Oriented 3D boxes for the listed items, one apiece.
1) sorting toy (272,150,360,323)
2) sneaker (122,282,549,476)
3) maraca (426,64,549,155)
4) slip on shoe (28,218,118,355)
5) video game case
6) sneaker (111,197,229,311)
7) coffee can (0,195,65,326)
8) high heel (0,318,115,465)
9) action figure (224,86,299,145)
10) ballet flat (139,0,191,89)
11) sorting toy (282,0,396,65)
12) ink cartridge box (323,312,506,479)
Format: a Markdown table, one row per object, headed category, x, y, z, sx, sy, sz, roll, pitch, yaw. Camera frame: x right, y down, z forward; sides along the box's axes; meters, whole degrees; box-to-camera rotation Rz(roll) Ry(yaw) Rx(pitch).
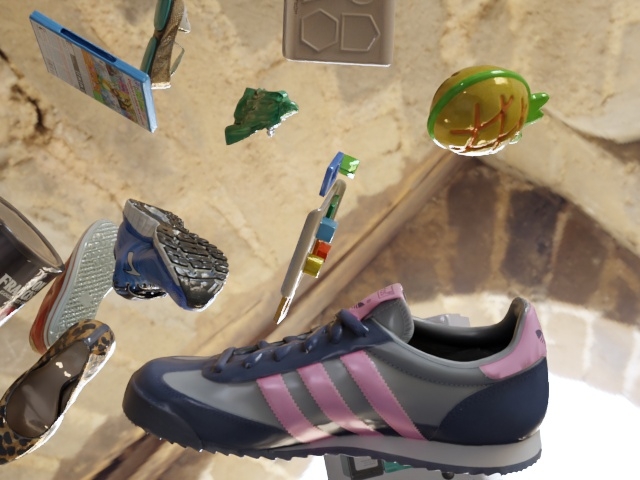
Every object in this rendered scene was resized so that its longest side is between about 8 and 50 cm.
| category | x | y | z | sx | sy | sz | roll | pitch | yaw |
| --- | --- | --- | --- | --- | --- | --- | --- | --- | --- |
| sorting toy | 0.000 | 0.000 | 1.515 | 0.196 | 0.047 | 0.348 | -52 | -16 | -64 |
| sneaker | 0.012 | 0.090 | 0.633 | 0.318 | 0.112 | 0.131 | 3 | -75 | -2 |
| maraca | 0.206 | -0.154 | 1.031 | 0.185 | 0.099 | 0.127 | 6 | -40 | -44 |
| slip on shoe | -0.476 | 0.089 | 1.653 | 0.101 | 0.331 | 0.123 | -12 | -45 | 30 |
| video game case | -0.280 | -0.208 | 1.049 | 0.015 | 0.166 | 0.119 | -56 | -8 | -23 |
| sneaker | -0.258 | 0.049 | 1.386 | 0.129 | 0.330 | 0.147 | 18 | -80 | -33 |
| coffee can | -0.631 | 0.073 | 1.508 | 0.275 | 0.201 | 0.201 | -42 | -32 | -3 |
| high heel | -0.383 | 0.211 | 1.141 | 0.261 | 0.093 | 0.186 | -49 | 2 | -15 |
| action figure | -0.113 | -0.263 | 1.736 | 0.063 | 0.232 | 0.137 | 18 | -97 | -30 |
| ballet flat | -0.276 | -0.373 | 1.535 | 0.067 | 0.073 | 0.206 | 9 | -70 | -33 |
| sorting toy | 0.034 | -0.418 | 1.525 | 0.208 | 0.038 | 0.193 | 1 | -84 | -11 |
| ink cartridge box | 0.117 | 0.246 | 1.102 | 0.198 | 0.270 | 0.197 | -15 | -10 | 15 |
